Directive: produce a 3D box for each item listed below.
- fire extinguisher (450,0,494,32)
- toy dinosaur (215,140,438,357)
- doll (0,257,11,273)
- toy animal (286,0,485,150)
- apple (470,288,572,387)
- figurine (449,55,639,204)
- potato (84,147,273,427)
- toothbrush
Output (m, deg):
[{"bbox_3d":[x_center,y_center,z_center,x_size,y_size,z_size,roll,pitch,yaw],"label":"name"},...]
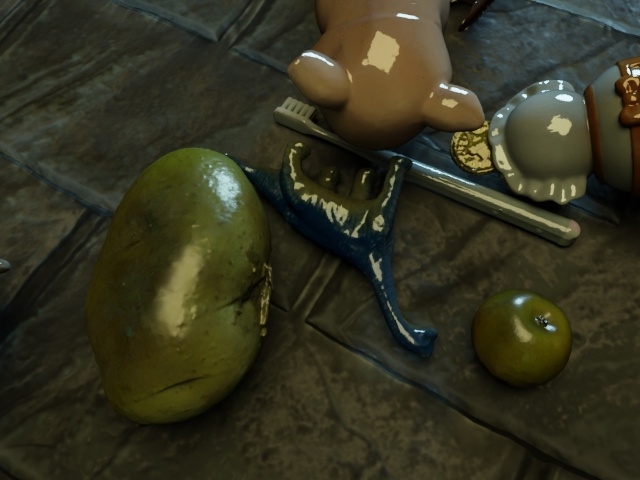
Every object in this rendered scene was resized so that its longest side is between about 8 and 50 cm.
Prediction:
[{"bbox_3d":[0.112,-0.388,0.837,0.142,0.105,0.341,-33,66,4],"label":"fire extinguisher"},{"bbox_3d":[0.000,0.000,0.671,0.248,0.075,0.188,12,68,1],"label":"toy dinosaur"},{"bbox_3d":[-0.431,0.144,0.544,0.215,0.226,0.370,-4,61,44],"label":"doll"},{"bbox_3d":[0.063,-0.193,0.687,0.167,0.154,0.250,-2,48,6],"label":"toy animal"},{"bbox_3d":[0.180,0.085,0.618,0.090,0.074,0.089,10,54,-14],"label":"apple"},{"bbox_3d":[0.265,-0.104,0.668,0.272,0.143,0.143,-1,64,2],"label":"figurine"},{"bbox_3d":[-0.118,0.035,0.610,0.169,0.143,0.248,-7,65,22],"label":"potato"},{"bbox_3d":[0.102,-0.074,0.726,0.342,0.025,0.030,26,66,15],"label":"toothbrush"}]
